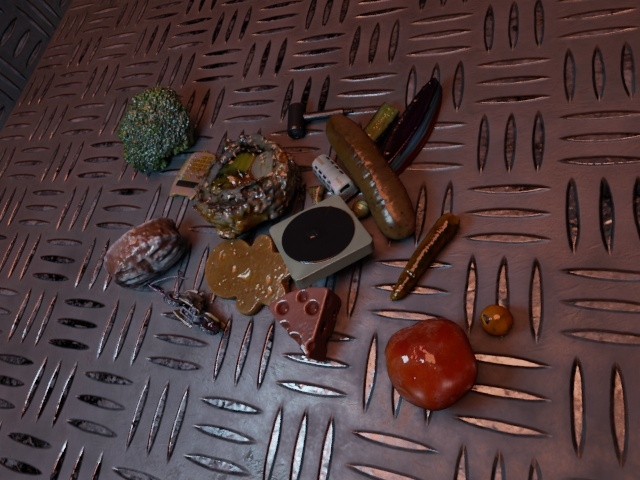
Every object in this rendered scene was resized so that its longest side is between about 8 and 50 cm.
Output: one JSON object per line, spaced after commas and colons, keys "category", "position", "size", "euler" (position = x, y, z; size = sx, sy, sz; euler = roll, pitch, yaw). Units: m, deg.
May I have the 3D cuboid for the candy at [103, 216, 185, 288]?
{"category": "candy", "position": [-0.618, 0.050, 1.515], "size": [0.289, 0.214, 0.157], "euler": [-41, 64, 0]}

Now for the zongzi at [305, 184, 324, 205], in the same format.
{"category": "zongzi", "position": [-0.029, -0.154, 1.487], "size": [0.083, 0.040, 0.076], "euler": [2, 74, 35]}

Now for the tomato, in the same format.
{"category": "tomato", "position": [0.274, 0.307, 1.066], "size": [0.232, 0.188, 0.231], "euler": [-9, 66, 20]}

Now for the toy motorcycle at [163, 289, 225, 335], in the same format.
{"category": "toy motorcycle", "position": [-0.407, 0.229, 1.417], "size": [0.229, 0.130, 0.094], "euler": [33, 104, 17]}

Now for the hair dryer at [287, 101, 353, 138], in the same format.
{"category": "hair dryer", "position": [-0.004, -0.460, 1.606], "size": [0.256, 0.070, 0.128], "euler": [-3, 66, 15]}

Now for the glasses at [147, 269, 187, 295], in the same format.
{"category": "glasses", "position": [-0.534, 0.150, 1.525], "size": [0.140, 0.062, 0.103], "euler": [24, 75, 27]}

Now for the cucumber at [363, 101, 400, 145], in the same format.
{"category": "cucumber", "position": [0.198, -0.382, 1.496], "size": [0.078, 0.062, 0.211], "euler": [32, 74, 17]}

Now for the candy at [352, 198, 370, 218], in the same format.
{"category": "candy", "position": [0.099, -0.041, 1.383], "size": [0.061, 0.061, 0.202], "euler": [27, 86, 29]}

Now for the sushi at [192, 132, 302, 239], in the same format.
{"category": "sushi", "position": [-0.269, -0.204, 1.507], "size": [0.418, 0.176, 0.417], "euler": [-13, 53, 18]}

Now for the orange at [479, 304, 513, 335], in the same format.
{"category": "orange", "position": [0.455, 0.207, 1.106], "size": [0.084, 0.083, 0.083], "euler": [-8, 64, 18]}

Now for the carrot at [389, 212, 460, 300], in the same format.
{"category": "carrot", "position": [0.300, 0.053, 1.252], "size": [0.066, 0.066, 0.314], "euler": [35, 86, 30]}

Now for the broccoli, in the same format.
{"category": "broccoli", "position": [-0.655, -0.442, 1.770], "size": [0.249, 0.302, 0.375], "euler": [27, 106, 8]}

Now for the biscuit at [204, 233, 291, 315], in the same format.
{"category": "biscuit", "position": [-0.236, 0.110, 1.425], "size": [0.355, 0.052, 0.275], "euler": [6, 78, 28]}

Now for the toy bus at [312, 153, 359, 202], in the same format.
{"category": "toy bus", "position": [0.041, -0.219, 1.457], "size": [0.087, 0.089, 0.194], "euler": [-38, 58, 1]}

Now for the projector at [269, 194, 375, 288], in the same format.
{"category": "projector", "position": [0.000, 0.000, 1.316], "size": [0.259, 0.079, 0.257], "euler": [-28, 47, -4]}

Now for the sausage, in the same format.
{"category": "sausage", "position": [0.155, -0.222, 1.352], "size": [0.123, 0.136, 0.500], "euler": [-17, 67, -29]}

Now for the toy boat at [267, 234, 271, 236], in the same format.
{"category": "toy boat", "position": [-0.185, 0.046, 1.464], "size": [0.105, 0.034, 0.149], "euler": [25, 91, 27]}

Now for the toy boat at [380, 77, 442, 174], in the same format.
{"category": "toy boat", "position": [0.308, -0.391, 1.448], "size": [0.136, 0.079, 0.392], "euler": [28, 82, 28]}

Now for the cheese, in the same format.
{"category": "cheese", "position": [-0.058, 0.233, 1.271], "size": [0.177, 0.128, 0.202], "euler": [10, 75, 27]}

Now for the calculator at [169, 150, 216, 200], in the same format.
{"category": "calculator", "position": [-0.508, -0.265, 1.727], "size": [0.157, 0.033, 0.236], "euler": [12, 69, 26]}
